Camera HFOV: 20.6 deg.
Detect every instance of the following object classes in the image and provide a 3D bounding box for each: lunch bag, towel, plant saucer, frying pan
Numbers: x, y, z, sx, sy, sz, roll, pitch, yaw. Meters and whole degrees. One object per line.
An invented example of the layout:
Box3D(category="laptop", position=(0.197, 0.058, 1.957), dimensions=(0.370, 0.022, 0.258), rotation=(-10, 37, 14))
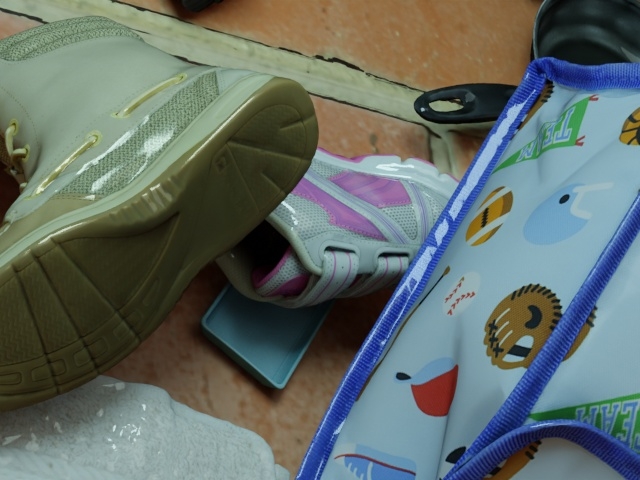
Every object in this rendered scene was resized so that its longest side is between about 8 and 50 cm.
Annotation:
Box3D(category="lunch bag", position=(0.190, 0.135, 1.031), dimensions=(0.328, 0.239, 0.385), rotation=(40, 76, -22))
Box3D(category="towel", position=(-0.140, 0.157, 0.941), dimensions=(0.282, 0.049, 0.187), rotation=(19, 50, -26))
Box3D(category="plant saucer", position=(-0.016, 0.018, 1.151), dimensions=(0.067, 0.018, 0.192), rotation=(40, 46, -7))
Box3D(category="frying pan", position=(0.208, -0.089, 1.367), dimensions=(0.197, 0.053, 0.326), rotation=(49, 47, 2))

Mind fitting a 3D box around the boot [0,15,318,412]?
Box3D(category="boot", position=(-0.156, -0.027, 0.983), dimensions=(0.262, 0.203, 0.095), rotation=(-43, 134, -22))

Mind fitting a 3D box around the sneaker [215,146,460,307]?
Box3D(category="sneaker", position=(0.000, 0.000, 1.101), dimensions=(0.252, 0.103, 0.111), rotation=(22, 54, -15))

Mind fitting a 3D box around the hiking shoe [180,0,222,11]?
Box3D(category="hiking shoe", position=(-0.057, -0.258, 1.260), dimensions=(0.114, 0.086, 0.227), rotation=(46, 43, -1))
